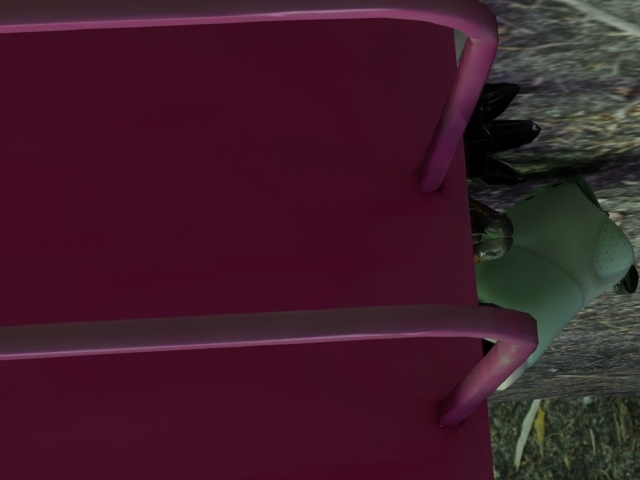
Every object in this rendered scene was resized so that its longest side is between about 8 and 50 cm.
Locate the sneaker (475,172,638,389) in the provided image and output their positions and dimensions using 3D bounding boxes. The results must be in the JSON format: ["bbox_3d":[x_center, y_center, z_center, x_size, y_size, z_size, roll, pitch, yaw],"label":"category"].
[{"bbox_3d":[0.113,0.010,1.346,0.151,0.094,0.256,-37,-153,-13],"label":"sneaker"}]

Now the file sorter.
[{"bbox_3d":[-0.053,-0.028,0.477,0.202,0.290,0.182,-3,167,-5],"label":"file sorter"}]

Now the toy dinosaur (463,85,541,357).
[{"bbox_3d":[0.000,0.000,1.121,0.322,0.164,0.218,-23,-159,-38],"label":"toy dinosaur"}]

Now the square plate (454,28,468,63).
[{"bbox_3d":[-0.124,0.024,0.841,0.347,0.049,0.344,5,125,-39],"label":"square plate"}]
